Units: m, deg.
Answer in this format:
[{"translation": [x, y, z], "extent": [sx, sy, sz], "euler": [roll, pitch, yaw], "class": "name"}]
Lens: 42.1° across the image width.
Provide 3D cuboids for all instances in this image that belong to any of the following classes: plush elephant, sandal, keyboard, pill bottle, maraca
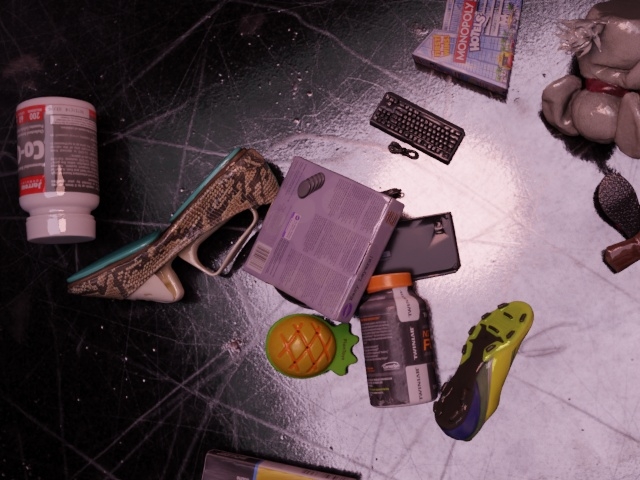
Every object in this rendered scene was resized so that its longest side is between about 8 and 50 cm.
[{"translation": [0.544, -0.284, 1.481], "extent": [0.330, 0.255, 0.272], "euler": [-15, 36, -21], "class": "plush elephant"}, {"translation": [0.574, -0.046, 1.550], "extent": [0.067, 0.040, 0.179], "euler": [-34, 94, 13], "class": "sandal"}, {"translation": [0.184, -0.213, 1.649], "extent": [0.180, 0.023, 0.108], "euler": [30, 92, 13], "class": "keyboard"}, {"translation": [-0.543, -0.141, 1.724], "extent": [0.161, 0.161, 0.283], "euler": [-5, 84, 11], "class": "pill bottle"}, {"translation": [0.106, -0.009, 1.645], "extent": [0.317, 0.033, 0.201], "euler": [-10, 89, 10], "class": "keyboard"}, {"translation": [0.142, 0.185, 1.568], "extent": [0.130, 0.130, 0.245], "euler": [-8, 84, 11], "class": "pill bottle"}, {"translation": [-0.016, 0.207, 1.621], "extent": [0.186, 0.099, 0.127], "euler": [6, 88, -14], "class": "maraca"}]

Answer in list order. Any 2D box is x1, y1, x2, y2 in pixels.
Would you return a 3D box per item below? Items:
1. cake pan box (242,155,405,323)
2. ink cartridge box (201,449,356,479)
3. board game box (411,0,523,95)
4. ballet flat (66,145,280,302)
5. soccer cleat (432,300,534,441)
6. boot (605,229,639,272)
[{"translation": [0.000, 0.000, 1.591], "extent": [0.246, 0.070, 0.267], "euler": [25, 90, 35], "class": "cake pan box"}, {"translation": [-0.102, 0.590, 1.618], "extent": [0.304, 0.072, 0.307], "euler": [8, 85, 12], "class": "ink cartridge box"}, {"translation": [0.284, -0.394, 1.625], "extent": [0.194, 0.060, 0.194], "euler": [9, 87, 12], "class": "board game box"}, {"translation": [-0.280, 0.014, 1.672], "extent": [0.483, 0.164, 0.182], "euler": [-37, 99, 5], "class": "ballet flat"}, {"translation": [0.313, 0.244, 1.558], "extent": [0.093, 0.121, 0.289], "euler": [21, 72, 48], "class": "soccer cleat"}, {"translation": [0.566, -0.006, 1.521], "extent": [0.114, 0.037, 0.106], "euler": [-26, 94, 18], "class": "boot"}]
